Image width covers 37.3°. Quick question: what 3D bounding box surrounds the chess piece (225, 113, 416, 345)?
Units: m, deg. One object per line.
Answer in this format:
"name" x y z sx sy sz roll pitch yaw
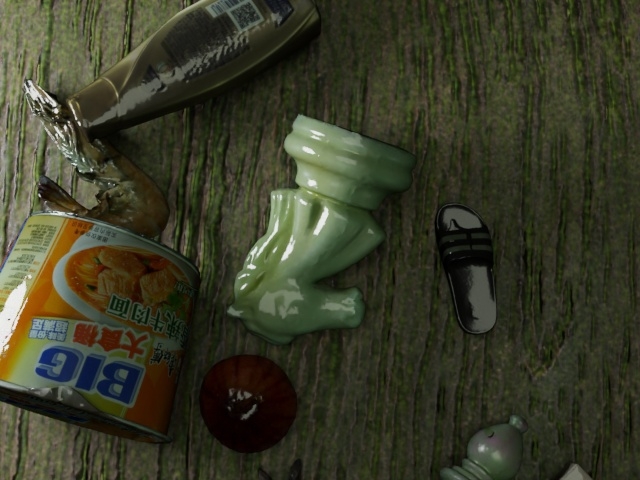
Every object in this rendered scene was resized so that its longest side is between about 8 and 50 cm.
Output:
"chess piece" 0.000 0.000 1.219 0.176 0.176 0.298 21 96 5

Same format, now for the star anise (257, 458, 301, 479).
"star anise" -0.039 0.353 1.207 0.141 0.042 0.141 -1 82 4

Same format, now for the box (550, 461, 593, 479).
"box" 0.370 0.479 1.169 0.204 0.051 0.365 -43 82 -5

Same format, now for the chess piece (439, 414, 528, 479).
"chess piece" 0.170 0.324 1.176 0.139 0.139 0.271 41 73 7

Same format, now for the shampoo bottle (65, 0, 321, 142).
"shampoo bottle" -0.170 -0.240 1.253 0.350 0.084 0.125 -33 76 -12

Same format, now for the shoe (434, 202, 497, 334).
"shoe" 0.196 0.033 1.242 0.071 0.049 0.179 -9 81 0

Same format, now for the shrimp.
"shrimp" -0.325 -0.101 1.239 0.296 0.169 0.058 42 121 11

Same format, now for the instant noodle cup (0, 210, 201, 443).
"instant noodle cup" -0.285 0.105 1.147 0.296 0.296 0.214 14 72 4

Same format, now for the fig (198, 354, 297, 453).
"fig" -0.085 0.212 1.190 0.128 0.150 0.128 -9 112 -23
